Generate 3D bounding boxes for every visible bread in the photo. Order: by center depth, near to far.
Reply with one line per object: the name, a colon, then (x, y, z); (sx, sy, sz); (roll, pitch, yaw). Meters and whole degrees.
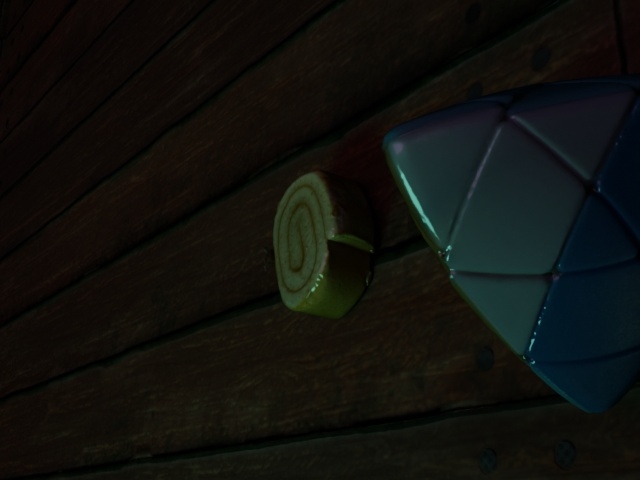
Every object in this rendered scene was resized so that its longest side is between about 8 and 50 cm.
bread: (0.000, 0.000, 1.020); (0.122, 0.073, 0.149); (-43, 45, 40)

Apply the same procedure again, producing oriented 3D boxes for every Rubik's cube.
Rubik's cube: (0.158, -0.054, 0.653); (0.254, 0.255, 0.254); (-27, 56, 51)
